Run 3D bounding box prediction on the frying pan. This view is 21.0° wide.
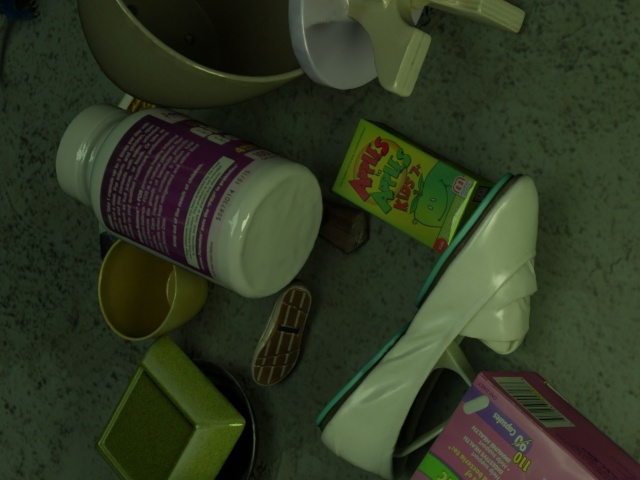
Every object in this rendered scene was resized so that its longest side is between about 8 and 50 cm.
[{"bbox_3d":[-0.111,0.286,2.080,0.326,0.053,0.197,49,116,31],"label":"frying pan"}]

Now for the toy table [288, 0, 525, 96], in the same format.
[{"bbox_3d":[0.085,-0.291,1.874,0.161,0.252,0.274,18,100,53],"label":"toy table"}]

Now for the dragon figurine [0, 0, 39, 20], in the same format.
[{"bbox_3d":[-0.454,-0.357,2.357,0.085,0.144,0.289,36,108,35],"label":"dragon figurine"}]

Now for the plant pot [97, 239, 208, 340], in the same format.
[{"bbox_3d":[-0.196,0.059,2.144,0.134,0.095,0.134,-4,83,38],"label":"plant pot"}]

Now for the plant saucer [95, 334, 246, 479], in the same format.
[{"bbox_3d":[-0.198,0.238,2.106,0.188,0.045,0.188,43,112,37],"label":"plant saucer"}]

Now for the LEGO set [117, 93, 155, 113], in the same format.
[{"bbox_3d":[-0.262,-0.222,2.212,0.107,0.132,0.287,7,96,47],"label":"LEGO set"}]

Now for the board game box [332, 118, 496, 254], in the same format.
[{"bbox_3d":[0.104,-0.060,1.948,0.181,0.043,0.092,31,105,36],"label":"board game box"}]

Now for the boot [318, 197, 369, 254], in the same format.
[{"bbox_3d":[0.000,0.000,2.034,0.114,0.037,0.106,25,104,33],"label":"boot"}]

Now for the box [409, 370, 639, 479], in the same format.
[{"bbox_3d":[0.204,0.294,1.789,0.213,0.117,0.243,43,112,33],"label":"box"}]

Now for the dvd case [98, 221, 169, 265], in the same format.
[{"bbox_3d":[-0.241,-0.002,2.238,0.119,0.013,0.087,-11,79,37],"label":"dvd case"}]

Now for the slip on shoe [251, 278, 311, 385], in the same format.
[{"bbox_3d":[-0.047,0.108,2.058,0.041,0.051,0.135,-106,32,-68],"label":"slip on shoe"}]

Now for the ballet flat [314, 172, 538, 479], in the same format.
[{"bbox_3d":[0.146,0.106,1.863,0.139,0.139,0.400,51,120,30],"label":"ballet flat"}]

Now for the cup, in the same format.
[{"bbox_3d":[-0.157,-0.285,2.035,0.237,0.331,0.331,-39,61,54],"label":"cup"}]

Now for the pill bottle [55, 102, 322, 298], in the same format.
[{"bbox_3d":[-0.160,-0.058,2.018,0.301,0.169,0.169,24,101,30],"label":"pill bottle"}]
